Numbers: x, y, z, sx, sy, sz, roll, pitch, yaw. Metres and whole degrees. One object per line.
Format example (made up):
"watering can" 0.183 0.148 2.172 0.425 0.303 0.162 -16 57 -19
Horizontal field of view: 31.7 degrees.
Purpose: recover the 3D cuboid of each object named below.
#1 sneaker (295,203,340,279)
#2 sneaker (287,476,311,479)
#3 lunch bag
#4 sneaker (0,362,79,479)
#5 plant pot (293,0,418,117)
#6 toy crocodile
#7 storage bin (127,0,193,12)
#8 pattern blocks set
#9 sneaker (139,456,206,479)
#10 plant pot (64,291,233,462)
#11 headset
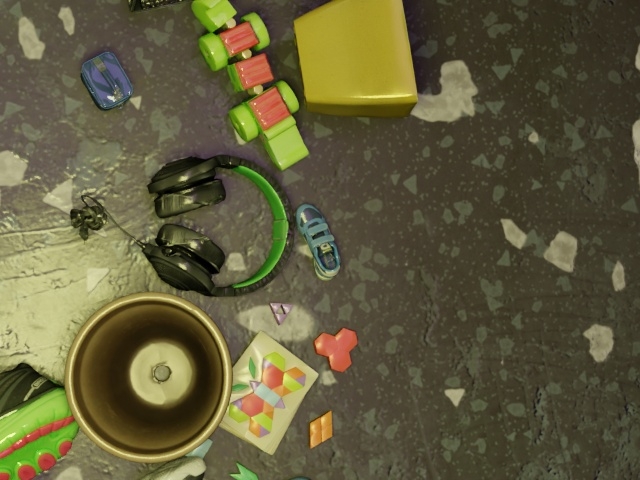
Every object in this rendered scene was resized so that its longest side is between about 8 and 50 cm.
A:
"sneaker" 0.000 0.000 2.011 0.053 0.059 0.144 -24 91 -11
"sneaker" -0.095 0.496 1.944 0.232 0.090 0.081 -36 95 -12
"lunch bag" -0.366 -0.269 1.936 0.067 0.065 0.098 -32 94 -13
"sneaker" -0.616 0.323 1.748 0.482 0.202 0.185 -15 131 -38
"plant pot" 0.054 -0.319 1.978 0.187 0.212 0.212 -9 89 0
"toy crocodile" -0.119 -0.283 1.965 0.115 0.105 0.341 -28 103 -14
"storage bin" -0.249 -0.462 1.945 0.180 0.122 0.084 -16 91 -14
"pattern blocks set" -0.099 0.269 1.990 0.285 0.026 0.325 22 82 -11
"sneaker" -0.282 0.487 1.900 0.268 0.101 0.153 -34 95 -7
"plant pot" -0.270 0.218 1.838 0.263 0.229 0.263 0 86 -3
"headset" -0.220 -0.029 1.897 0.394 0.185 0.244 3 86 -24
